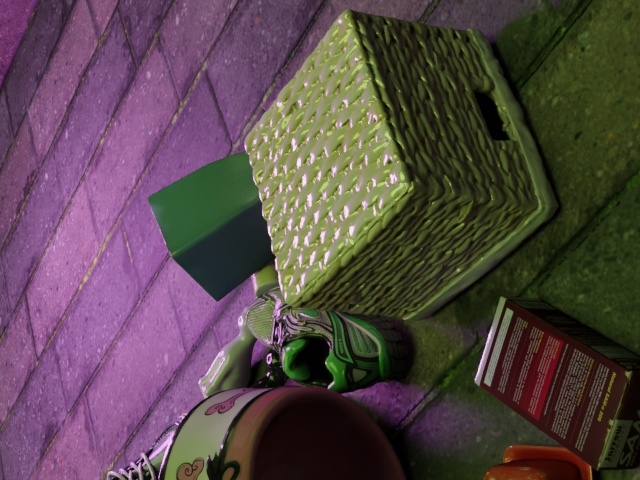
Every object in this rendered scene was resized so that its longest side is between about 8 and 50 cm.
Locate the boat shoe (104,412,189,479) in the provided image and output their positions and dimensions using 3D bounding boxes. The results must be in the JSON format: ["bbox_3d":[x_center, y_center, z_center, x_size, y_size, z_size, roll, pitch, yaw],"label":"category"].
[{"bbox_3d":[-0.359,0.489,2.234,0.127,0.158,0.340,54,128,45],"label":"boat shoe"}]

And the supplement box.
[{"bbox_3d":[0.306,0.172,1.371,0.239,0.073,0.130,35,114,54],"label":"supplement box"}]

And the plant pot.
[{"bbox_3d":[-0.152,-0.047,1.962,0.234,0.165,0.165,-34,49,4],"label":"plant pot"}]

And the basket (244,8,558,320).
[{"bbox_3d":[0.095,-0.099,1.559,0.331,0.266,0.328,-46,50,43],"label":"basket"}]

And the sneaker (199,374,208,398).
[{"bbox_3d":[-0.204,0.329,2.120,0.161,0.057,0.075,51,120,44],"label":"sneaker"}]

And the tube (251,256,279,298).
[{"bbox_3d":[-0.117,0.003,2.050,0.070,0.062,0.240,-21,52,6],"label":"tube"}]

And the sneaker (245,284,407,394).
[{"bbox_3d":[-0.023,0.152,1.762,0.343,0.146,0.134,14,113,53],"label":"sneaker"}]

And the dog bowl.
[{"bbox_3d":[-0.027,0.388,1.564,0.150,0.408,0.408,-27,62,38],"label":"dog bowl"}]

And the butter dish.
[{"bbox_3d":[0.253,0.340,1.380,0.160,0.118,0.160,-12,75,56],"label":"butter dish"}]

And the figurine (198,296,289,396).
[{"bbox_3d":[-0.116,0.227,1.996,0.209,0.092,0.215,-62,38,15],"label":"figurine"}]
